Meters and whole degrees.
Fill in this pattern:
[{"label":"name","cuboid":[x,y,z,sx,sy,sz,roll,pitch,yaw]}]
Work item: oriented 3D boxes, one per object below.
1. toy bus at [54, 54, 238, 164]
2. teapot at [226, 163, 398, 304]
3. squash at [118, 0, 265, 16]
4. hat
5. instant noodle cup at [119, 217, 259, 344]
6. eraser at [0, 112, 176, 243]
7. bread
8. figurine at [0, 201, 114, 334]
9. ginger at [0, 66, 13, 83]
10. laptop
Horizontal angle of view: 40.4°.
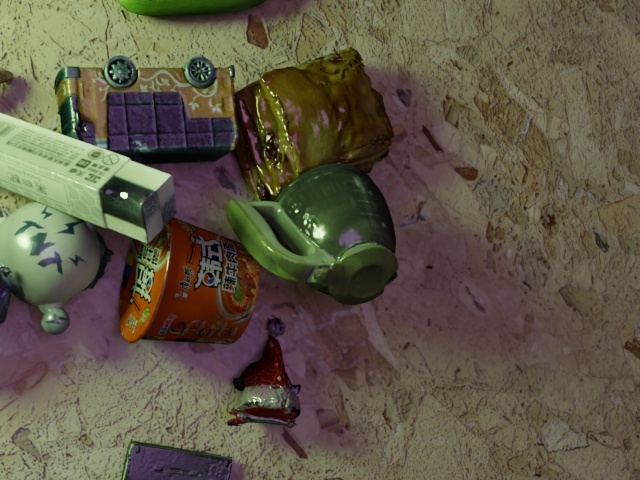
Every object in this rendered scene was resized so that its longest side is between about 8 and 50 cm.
[{"label":"toy bus","cuboid":[-0.329,-0.240,1.658,0.323,0.162,0.194,-5,88,-24]},{"label":"teapot","cuboid":[0.019,-0.013,1.660,0.239,0.239,0.321,-42,134,10]},{"label":"squash","cuboid":[-0.228,-0.510,1.765,0.378,0.101,0.101,-14,88,-24]},{"label":"hat","cuboid":[-0.106,0.261,1.725,0.140,0.129,0.227,2,63,1]},{"label":"instant noodle cup","cuboid":[-0.241,0.081,1.618,0.192,0.250,0.250,14,78,-28]},{"label":"eraser","cuboid":[-0.444,-0.117,1.508,0.403,0.096,0.098,21,47,18]},{"label":"bread","cuboid":[-0.013,-0.235,1.777,0.324,0.167,0.278,-21,91,-22]},{"label":"figurine","cuboid":[-0.545,0.063,1.524,0.382,0.186,0.261,-32,101,-27]},{"label":"ginger","cuboid":[-0.694,-0.252,1.568,0.288,0.075,0.089,-33,91,-18]},{"label":"laptop","cuboid":[-0.278,0.474,1.655,0.207,0.026,0.154,15,78,-19]}]
